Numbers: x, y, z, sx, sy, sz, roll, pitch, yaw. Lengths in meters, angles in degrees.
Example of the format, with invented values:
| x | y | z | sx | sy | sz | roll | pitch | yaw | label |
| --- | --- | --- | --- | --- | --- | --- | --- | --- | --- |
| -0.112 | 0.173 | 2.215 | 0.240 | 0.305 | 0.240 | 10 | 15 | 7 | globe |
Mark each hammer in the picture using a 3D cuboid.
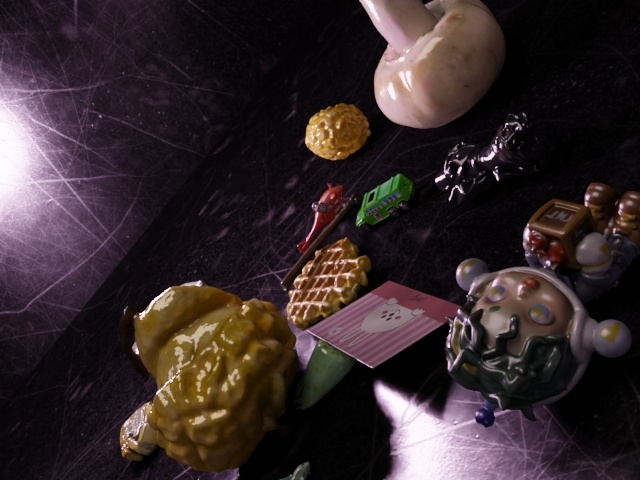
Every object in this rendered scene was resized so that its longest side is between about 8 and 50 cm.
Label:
| x | y | z | sx | sy | sz | roll | pitch | yaw | label |
| --- | --- | --- | --- | --- | --- | --- | --- | --- | --- |
| 0.001 | 0.001 | 1.978 | 0.297 | 0.027 | 0.125 | -50 | 4 | -24 | hammer |

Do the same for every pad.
| x | y | z | sx | sy | sz | roll | pitch | yaw | label |
| --- | --- | --- | --- | --- | --- | --- | --- | --- | --- |
| 0.111 | 0.144 | 1.593 | 0.202 | 0.005 | 0.300 | -29 | 17 | -16 | pad |

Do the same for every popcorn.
| x | y | z | sx | sy | sz | roll | pitch | yaw | label |
| --- | --- | --- | --- | --- | --- | --- | --- | --- | --- |
| -0.218 | 0.250 | 1.681 | 0.349 | 0.382 | 0.349 | -61 | -1 | -2 | popcorn |
| 0.042 | -0.293 | 2.369 | 0.180 | 0.170 | 0.180 | -6 | 53 | 8 | popcorn |

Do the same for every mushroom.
| x | y | z | sx | sy | sz | roll | pitch | yaw | label |
| --- | --- | --- | --- | --- | --- | --- | --- | --- | --- |
| 0.270 | -0.440 | 2.013 | 0.325 | 0.353 | 0.353 | 10 | 56 | 29 | mushroom |

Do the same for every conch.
| x | y | z | sx | sy | sz | roll | pitch | yaw | label |
| --- | --- | --- | --- | --- | --- | --- | --- | --- | --- |
| 0.004 | 0.241 | 1.658 | 0.170 | 0.079 | 0.106 | -52 | 5 | 12 | conch |

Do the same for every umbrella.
| x | y | z | sx | sy | sz | roll | pitch | yaw | label |
| --- | --- | --- | --- | --- | --- | --- | --- | --- | --- |
| 0.314 | -0.147 | 1.674 | 0.110 | 0.122 | 0.272 | -10 | -8 | -36 | umbrella |

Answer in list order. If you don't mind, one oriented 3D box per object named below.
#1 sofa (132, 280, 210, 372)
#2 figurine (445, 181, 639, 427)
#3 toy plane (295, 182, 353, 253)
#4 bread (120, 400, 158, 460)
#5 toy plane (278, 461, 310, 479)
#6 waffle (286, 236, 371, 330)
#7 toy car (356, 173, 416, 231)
| x | y | z | sx | sy | sz | roll | pitch | yaw | label |
| --- | --- | --- | --- | --- | --- | --- | --- | --- | --- |
| -0.296 | 0.238 | 2.051 | 0.176 | 0.210 | 0.225 | -9 | 41 | 56 | sofa |
| 0.316 | 0.076 | 1.199 | 0.382 | 0.186 | 0.261 | -49 | 32 | -17 | figurine |
| 0.000 | -0.050 | 2.150 | 0.194 | 0.077 | 0.126 | -52 | 11 | 18 | toy plane |
| -0.429 | 0.460 | 2.114 | 0.117 | 0.064 | 0.156 | -48 | 20 | 5 | bread |
| -0.043 | 0.415 | 1.504 | 0.083 | 0.033 | 0.080 | -47 | 20 | -16 | toy plane |
| 0.020 | 0.082 | 1.907 | 0.249 | 0.056 | 0.253 | -35 | 24 | 32 | waffle |
| 0.137 | -0.083 | 1.948 | 0.165 | 0.062 | 0.071 | -31 | 28 | 38 | toy car |
